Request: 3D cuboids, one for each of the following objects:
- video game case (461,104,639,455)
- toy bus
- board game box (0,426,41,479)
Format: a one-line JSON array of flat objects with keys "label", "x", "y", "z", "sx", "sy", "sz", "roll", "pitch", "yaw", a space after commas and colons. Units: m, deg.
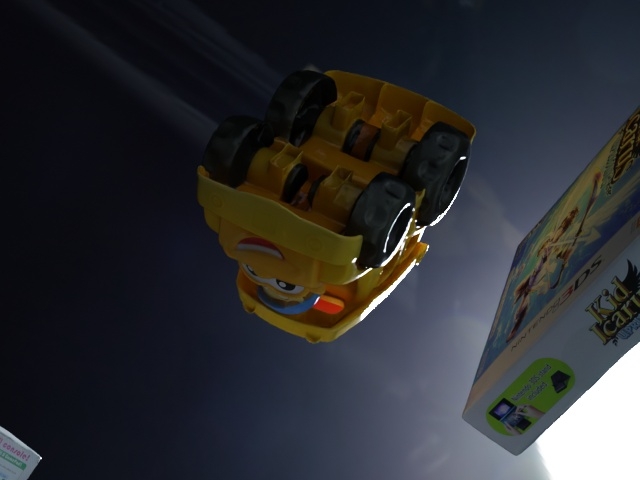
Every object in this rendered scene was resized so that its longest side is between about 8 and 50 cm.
[{"label": "video game case", "x": 0.227, "y": 0.006, "z": 0.984, "sx": 0.061, "sy": 0.244, "sz": 0.269, "roll": 35, "pitch": -144, "yaw": -4}, {"label": "toy bus", "x": 0.000, "y": 0.000, "z": 0.930, "sx": 0.149, "sy": 0.211, "sz": 0.220, "roll": 26, "pitch": -145, "yaw": 17}, {"label": "board game box", "x": -0.509, "y": 0.323, "z": 1.447, "sx": 0.097, "sy": 0.303, "sz": 0.224, "roll": 24, "pitch": 163, "yaw": 40}]
